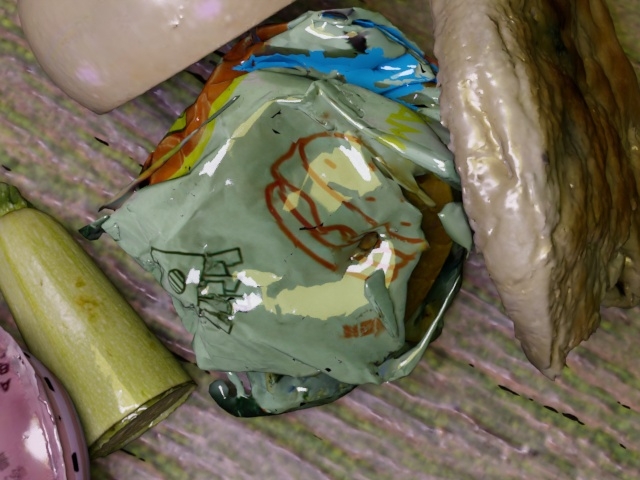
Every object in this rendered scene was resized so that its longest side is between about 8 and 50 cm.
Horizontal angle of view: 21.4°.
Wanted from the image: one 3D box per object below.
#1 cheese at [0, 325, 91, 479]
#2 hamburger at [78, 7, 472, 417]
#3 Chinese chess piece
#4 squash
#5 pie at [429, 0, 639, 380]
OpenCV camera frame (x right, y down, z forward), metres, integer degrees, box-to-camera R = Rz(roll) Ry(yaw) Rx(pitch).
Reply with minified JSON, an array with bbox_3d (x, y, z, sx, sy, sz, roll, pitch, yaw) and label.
[{"bbox_3d":[-0.227,0.111,1.157,0.074,0.189,0.286,-11,62,-33],"label":"cheese"},{"bbox_3d":[0.008,0.003,1.111,0.260,0.150,0.276,-35,120,-1],"label":"hamburger"},{"bbox_3d":[-0.080,-0.180,1.136,0.251,0.251,0.097,-31,100,-2],"label":"Chinese chess piece"},{"bbox_3d":[-0.182,0.044,1.204,0.094,0.094,0.224,-35,74,-2],"label":"squash"},{"bbox_3d":[0.148,-0.080,1.091,0.075,0.337,0.337,-12,82,24],"label":"pie"}]
